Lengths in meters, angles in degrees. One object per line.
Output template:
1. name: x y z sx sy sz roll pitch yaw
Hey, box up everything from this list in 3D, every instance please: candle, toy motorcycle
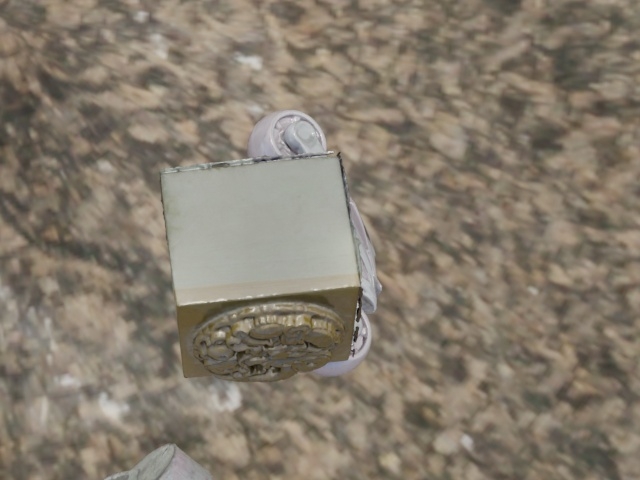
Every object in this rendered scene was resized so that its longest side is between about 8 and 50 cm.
1. candle: -0.206 0.307 1.532 0.192 0.168 0.068 -34 110 32
2. toy motorcycle: 0.000 0.000 1.314 0.112 0.112 0.254 -9 72 -11

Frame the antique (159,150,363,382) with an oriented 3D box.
1. antique: -0.045 0.028 1.153 0.152 0.146 0.148 -6 61 -5
